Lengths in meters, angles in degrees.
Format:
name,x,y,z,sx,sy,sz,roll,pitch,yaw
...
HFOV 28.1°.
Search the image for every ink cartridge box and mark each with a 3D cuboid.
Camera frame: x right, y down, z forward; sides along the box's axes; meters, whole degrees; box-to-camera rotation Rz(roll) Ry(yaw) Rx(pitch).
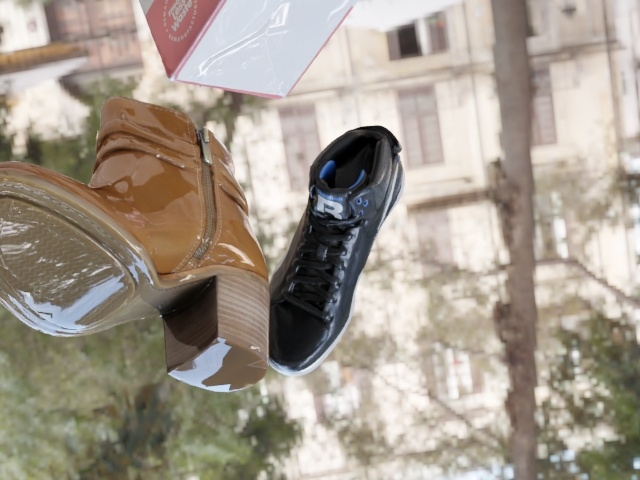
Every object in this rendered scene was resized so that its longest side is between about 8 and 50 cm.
name,x,y,z,sx,sy,sz,roll,pitch,yaw
ink cartridge box,-0.045,-0.176,0.574,0.067,0.198,0.115,5,138,-38

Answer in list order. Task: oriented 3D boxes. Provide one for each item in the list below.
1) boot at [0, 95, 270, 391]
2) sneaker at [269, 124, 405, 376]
name,x,y,z,sx,sy,sz,roll,pitch,yaw
boot,-0.140,-0.035,0.923,0.109,0.283,0.220,-35,-135,28
sneaker,0.000,0.000,1.058,0.079,0.217,0.121,21,167,14
